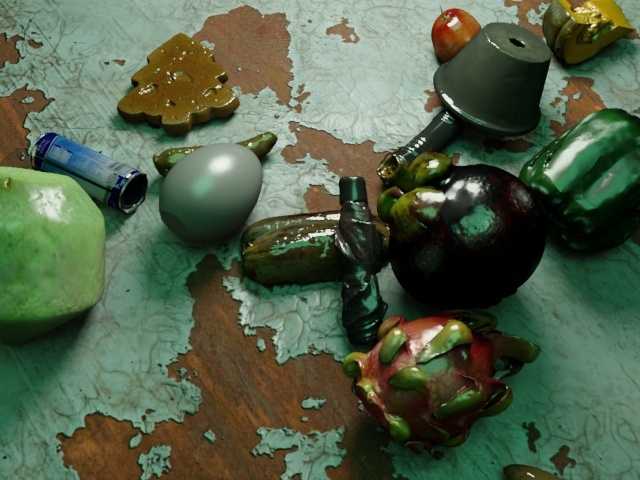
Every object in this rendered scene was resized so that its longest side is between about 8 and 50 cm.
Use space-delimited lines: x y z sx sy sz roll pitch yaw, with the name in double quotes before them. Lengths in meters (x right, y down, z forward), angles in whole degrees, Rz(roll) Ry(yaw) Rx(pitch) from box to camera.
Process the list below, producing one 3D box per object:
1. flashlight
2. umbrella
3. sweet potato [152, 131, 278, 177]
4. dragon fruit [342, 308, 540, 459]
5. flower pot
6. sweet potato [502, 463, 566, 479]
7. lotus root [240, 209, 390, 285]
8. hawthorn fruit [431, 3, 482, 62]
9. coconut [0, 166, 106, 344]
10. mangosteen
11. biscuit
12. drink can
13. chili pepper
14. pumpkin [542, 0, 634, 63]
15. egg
"flashlight" 0.227 -0.204 1.415 0.093 0.093 0.232 37 60 17
"umbrella" 0.076 0.034 1.214 0.094 0.090 0.326 -4 85 9
"sweet potato" -0.222 -0.180 1.391 0.273 0.075 0.075 -12 62 -11
"dragon fruit" 0.205 0.228 1.104 0.307 0.243 0.227 13 30 -38
"flower pot" 0.402 -0.376 1.432 0.269 0.166 0.269 9 49 -10
"sweet potato" 0.459 0.464 1.038 0.341 0.092 0.114 18 37 8
"lotus root" 0.001 0.000 1.292 0.329 0.078 0.167 -10 63 -7
"hawthorn fruit" 0.320 -0.501 1.559 0.140 0.125 0.125 17 59 -15
"coconut" -0.540 0.035 1.150 0.328 0.281 0.328 -3 103 -13
"mangosteen" 0.254 -0.022 1.193 0.297 0.297 0.313 -23 61 -14
"biscuit" -0.324 -0.373 1.511 0.278 0.043 0.301 0 59 0
"drink can" -0.484 -0.143 1.346 0.235 0.097 0.097 23 62 11
"chili pepper" 0.541 -0.118 1.293 0.257 0.233 0.248 -36 63 -13
"pumpkin" 0.647 -0.519 1.591 0.248 0.126 0.131 -8 51 -28
"egg" -0.213 -0.101 1.286 0.176 0.176 0.232 32 55 15
